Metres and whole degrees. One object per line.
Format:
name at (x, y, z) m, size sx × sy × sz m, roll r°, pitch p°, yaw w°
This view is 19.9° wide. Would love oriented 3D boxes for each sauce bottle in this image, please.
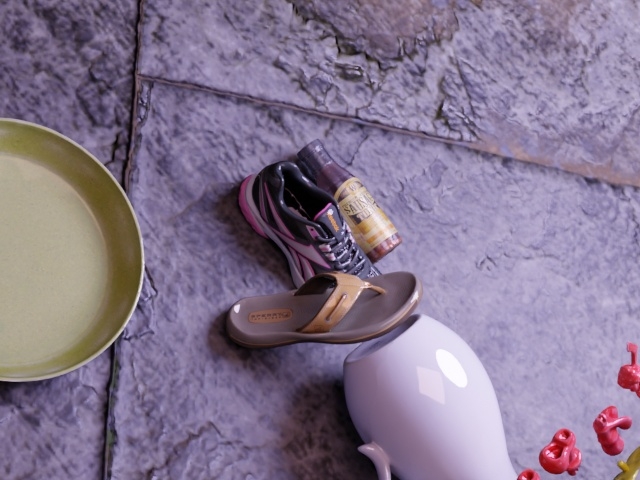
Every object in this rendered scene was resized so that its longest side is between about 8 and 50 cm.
sauce bottle at (0.025, -0.038, 1.718) m, size 0.042 × 0.042 × 0.128 m, roll -37°, pitch 87°, yaw -32°

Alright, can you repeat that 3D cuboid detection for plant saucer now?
plant saucer at (-0.271, 0.011, 1.565) m, size 0.241 × 0.037 × 0.241 m, roll 10°, pitch 64°, yaw -21°

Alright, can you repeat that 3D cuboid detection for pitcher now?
pitcher at (0.090, 0.186, 1.610) m, size 0.177 × 0.125 × 0.207 m, roll -35°, pitch 97°, yaw -30°

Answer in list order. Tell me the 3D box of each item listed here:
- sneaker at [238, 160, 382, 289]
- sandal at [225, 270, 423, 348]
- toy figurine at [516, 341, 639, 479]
sneaker at (0.000, 0.000, 1.669) m, size 0.178 × 0.077 × 0.072 m, roll 43°, pitch 59°, yaw -3°
sandal at (0.002, 0.055, 1.620) m, size 0.180 × 0.049 × 0.072 m, roll -7°, pitch 42°, yaw 3°
toy figurine at (0.262, 0.293, 1.534) m, size 0.217 × 0.191 × 0.362 m, roll 30°, pitch 66°, yaw 30°
